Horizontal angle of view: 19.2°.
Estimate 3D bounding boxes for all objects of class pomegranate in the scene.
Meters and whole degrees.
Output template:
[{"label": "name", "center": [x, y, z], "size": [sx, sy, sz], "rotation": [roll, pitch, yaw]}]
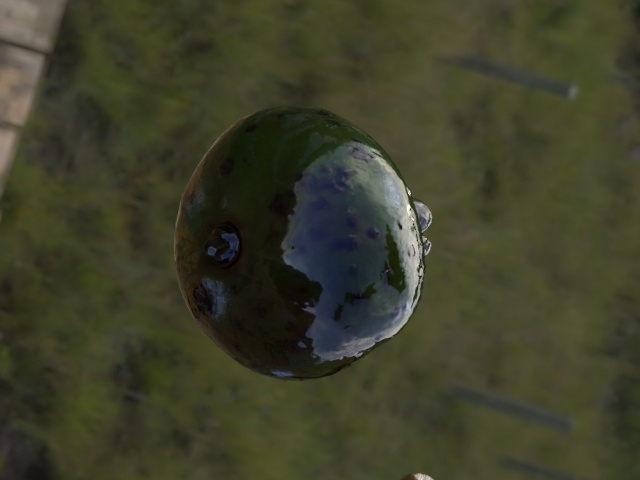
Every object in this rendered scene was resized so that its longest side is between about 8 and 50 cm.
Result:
[{"label": "pomegranate", "center": [0.000, 0.000, 1.406], "size": [0.248, 0.202, 0.202], "rotation": [-6, 113, -50]}]

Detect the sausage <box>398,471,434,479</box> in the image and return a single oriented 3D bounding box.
[{"label": "sausage", "center": [0.025, 0.397, 1.911], "size": [0.354, 0.116, 0.134], "rotation": [-51, 134, 4]}]
